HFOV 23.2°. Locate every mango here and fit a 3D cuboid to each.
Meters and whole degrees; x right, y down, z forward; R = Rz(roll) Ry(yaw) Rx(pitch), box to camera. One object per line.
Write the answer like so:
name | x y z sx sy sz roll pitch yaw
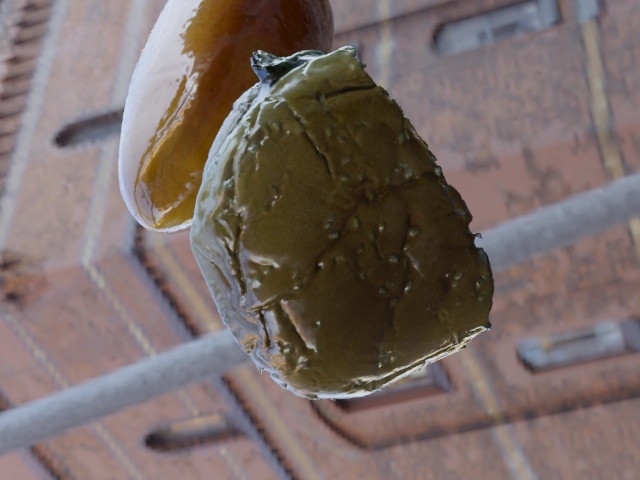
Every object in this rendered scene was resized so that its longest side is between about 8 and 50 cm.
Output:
mango | -0.110 -0.157 1.625 0.199 0.201 0.350 90 -160 -54

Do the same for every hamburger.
hamburger | 0.000 0.000 1.271 0.308 0.211 0.132 64 163 -19
